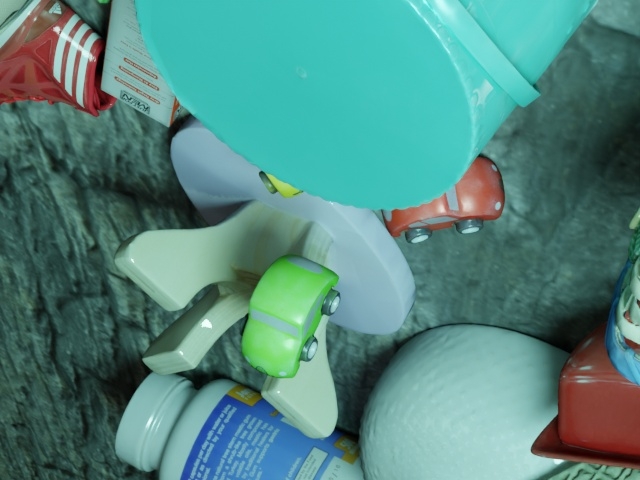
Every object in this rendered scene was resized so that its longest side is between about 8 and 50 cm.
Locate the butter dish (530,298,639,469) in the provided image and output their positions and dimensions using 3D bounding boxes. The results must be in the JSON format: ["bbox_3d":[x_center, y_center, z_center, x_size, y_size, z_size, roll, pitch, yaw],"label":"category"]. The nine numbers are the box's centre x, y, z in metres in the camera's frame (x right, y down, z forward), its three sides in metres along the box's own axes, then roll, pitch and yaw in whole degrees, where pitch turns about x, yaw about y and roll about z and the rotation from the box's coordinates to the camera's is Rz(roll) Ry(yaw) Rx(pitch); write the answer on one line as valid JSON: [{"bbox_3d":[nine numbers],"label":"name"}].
[{"bbox_3d":[0.257,0.101,1.229,0.160,0.160,0.118,1,114,39],"label":"butter dish"}]

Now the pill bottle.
[{"bbox_3d":[-0.081,0.243,1.699,0.272,0.152,0.152,24,148,14],"label":"pill bottle"}]

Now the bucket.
[{"bbox_3d":[0.029,-0.166,0.993,0.281,0.183,0.281,23,148,15],"label":"bucket"}]

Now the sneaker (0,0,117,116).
[{"bbox_3d":[-0.257,-0.135,1.389,0.128,0.087,0.221,40,149,-9],"label":"sneaker"}]

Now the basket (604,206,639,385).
[{"bbox_3d":[0.296,0.042,0.996,0.201,0.255,0.289,16,126,23],"label":"basket"}]

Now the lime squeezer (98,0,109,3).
[{"bbox_3d":[-0.315,-0.244,1.272,0.310,0.110,0.059,0,168,18],"label":"lime squeezer"}]

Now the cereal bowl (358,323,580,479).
[{"bbox_3d":[0.173,0.245,1.454,0.339,0.141,0.339,25,143,21],"label":"cereal bowl"}]

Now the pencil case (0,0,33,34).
[{"bbox_3d":[-0.396,-0.294,1.169,0.410,0.183,0.160,39,-174,1],"label":"pencil case"}]

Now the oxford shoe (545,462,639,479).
[{"bbox_3d":[0.346,0.233,1.217,0.449,0.169,0.130,-17,136,24],"label":"oxford shoe"}]

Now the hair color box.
[{"bbox_3d":[-0.137,-0.162,1.284,0.072,0.043,0.141,30,148,4],"label":"hair color box"}]

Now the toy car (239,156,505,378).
[{"bbox_3d":[0.000,0.000,1.218,0.239,0.225,0.053,22,173,18],"label":"toy car"}]

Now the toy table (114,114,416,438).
[{"bbox_3d":[-0.054,0.036,1.376,0.274,0.161,0.252,38,149,-11],"label":"toy table"}]
